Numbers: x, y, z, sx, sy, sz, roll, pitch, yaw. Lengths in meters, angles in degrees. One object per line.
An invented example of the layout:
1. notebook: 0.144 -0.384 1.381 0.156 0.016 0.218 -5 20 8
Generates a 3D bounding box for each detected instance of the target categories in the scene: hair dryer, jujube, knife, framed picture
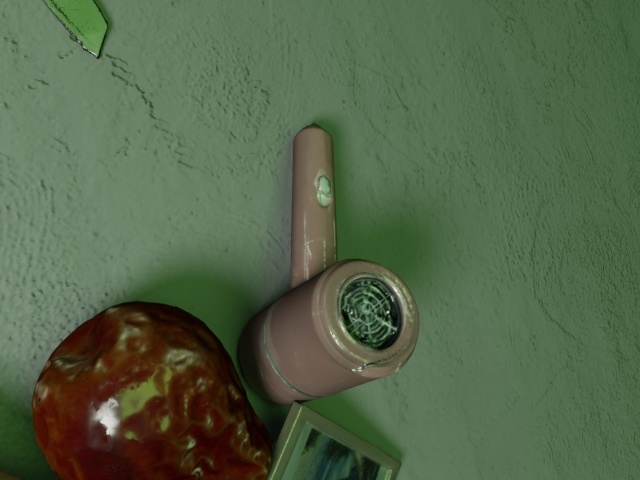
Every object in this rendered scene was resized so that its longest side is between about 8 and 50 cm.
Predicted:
1. hair dryer: 0.000 0.000 0.733 0.125 0.210 0.353 9 65 -26
2. jujube: -0.152 0.180 0.621 0.255 0.190 0.190 48 62 -29
3. knife: -0.299 -0.305 0.679 0.060 0.028 0.230 -33 105 -18
4. framed picture: -0.021 0.372 0.723 0.232 0.024 0.315 41 64 -40

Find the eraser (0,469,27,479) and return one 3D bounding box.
1. eraser: -0.273 0.282 0.552 0.290 0.087 0.171 35 110 -24
